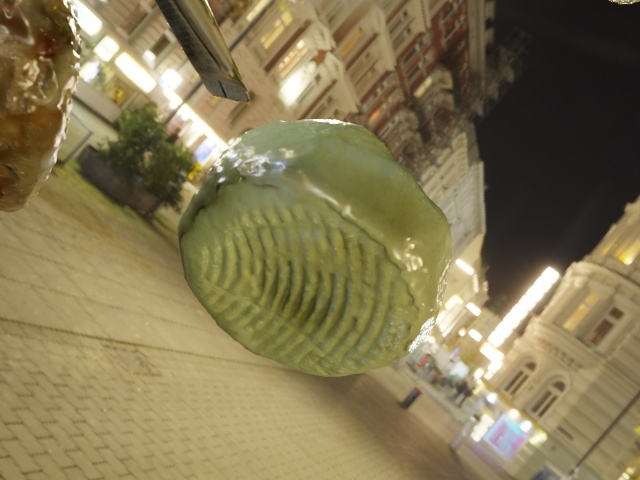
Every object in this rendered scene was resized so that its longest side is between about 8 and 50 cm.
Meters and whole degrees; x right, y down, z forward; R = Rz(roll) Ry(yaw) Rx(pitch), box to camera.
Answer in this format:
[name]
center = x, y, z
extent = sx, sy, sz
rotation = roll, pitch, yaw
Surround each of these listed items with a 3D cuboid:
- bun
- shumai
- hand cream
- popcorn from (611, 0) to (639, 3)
[bun]
center = 0.000, 0.000, 0.461
extent = 0.195, 0.118, 0.195
rotation = 15, -43, 14
[shumai]
center = -0.237, -0.111, 0.410
extent = 0.153, 0.161, 0.209
rotation = 19, -7, -32
[hand cream]
center = -0.076, -0.133, 0.281
extent = 0.057, 0.037, 0.165
rotation = 29, -29, 58
[popcorn]
center = 0.368, -0.349, 0.574
extent = 0.279, 0.335, 0.274
rotation = 115, -45, -72
